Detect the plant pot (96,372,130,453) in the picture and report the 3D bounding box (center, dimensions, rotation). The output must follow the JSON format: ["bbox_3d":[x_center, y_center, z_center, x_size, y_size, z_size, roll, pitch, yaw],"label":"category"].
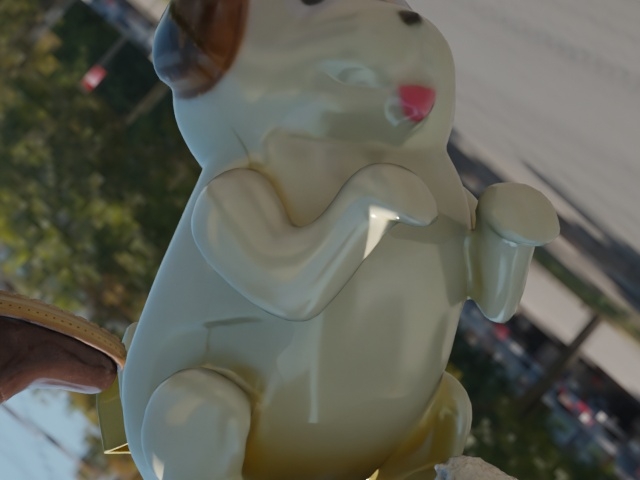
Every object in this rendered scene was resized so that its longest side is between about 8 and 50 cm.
[{"bbox_3d":[-0.160,0.146,1.741,0.081,0.081,0.083,17,-127,-65],"label":"plant pot"}]

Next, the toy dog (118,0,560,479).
[{"bbox_3d":[0.000,0.000,1.377,0.284,0.408,0.395,2,-176,-29],"label":"toy dog"}]

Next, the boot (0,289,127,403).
[{"bbox_3d":[-0.243,0.126,1.096,0.248,0.207,0.090,13,168,-27],"label":"boot"}]

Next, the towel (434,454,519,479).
[{"bbox_3d":[0.089,0.236,0.751,0.187,0.282,0.049,30,144,-9],"label":"towel"}]
